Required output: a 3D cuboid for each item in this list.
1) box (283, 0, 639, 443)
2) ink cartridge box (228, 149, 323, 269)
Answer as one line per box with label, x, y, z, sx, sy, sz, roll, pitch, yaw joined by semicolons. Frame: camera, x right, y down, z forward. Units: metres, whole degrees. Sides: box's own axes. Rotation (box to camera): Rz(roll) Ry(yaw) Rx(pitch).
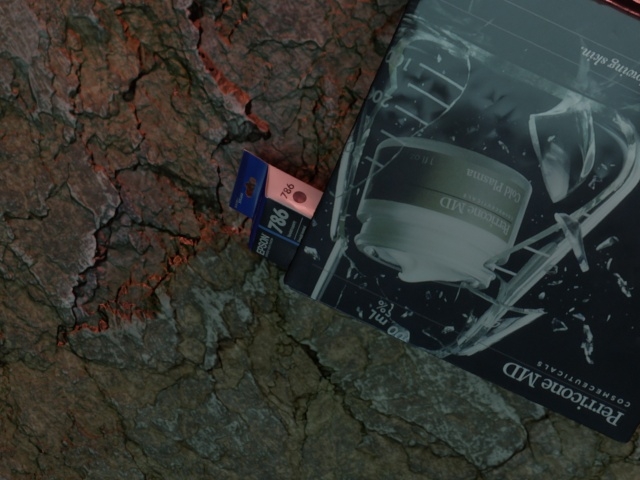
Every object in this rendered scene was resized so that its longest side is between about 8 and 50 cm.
box;0.275;-0.091;1.206;0.479;0.297;0.472;25;117;0
ink cartridge box;0.000;0.000;1.497;0.332;0.065;0.165;28;147;5
